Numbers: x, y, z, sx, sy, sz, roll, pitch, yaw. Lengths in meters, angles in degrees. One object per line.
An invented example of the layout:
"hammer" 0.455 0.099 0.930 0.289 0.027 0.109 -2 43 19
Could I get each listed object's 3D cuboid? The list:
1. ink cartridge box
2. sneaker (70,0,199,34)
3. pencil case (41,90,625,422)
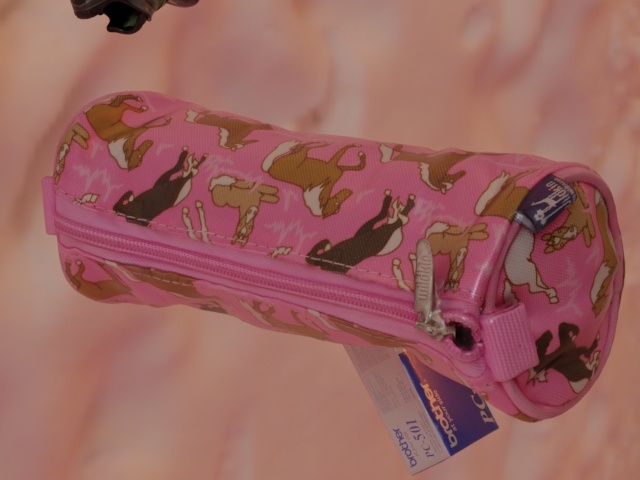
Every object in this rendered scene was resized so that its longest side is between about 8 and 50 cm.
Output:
"ink cartridge box" 0.065 0.084 1.449 0.097 0.046 0.207 -17 78 -58
"sneaker" -0.180 -0.233 1.655 0.188 0.067 0.078 -10 93 -59
"pencil case" 0.000 0.000 1.120 0.167 0.386 0.160 44 66 -50
